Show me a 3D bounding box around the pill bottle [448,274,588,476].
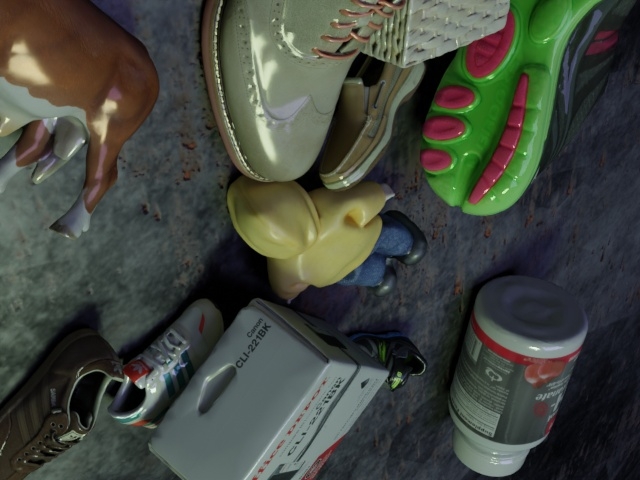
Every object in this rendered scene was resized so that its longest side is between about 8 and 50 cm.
[{"bbox_3d":[0.306,0.229,1.498,0.176,0.176,0.319,-23,136,-36],"label":"pill bottle"}]

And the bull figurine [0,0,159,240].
[{"bbox_3d":[-0.221,-0.128,0.621,0.188,0.101,0.310,-64,149,-5],"label":"bull figurine"}]

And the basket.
[{"bbox_3d":[0.103,-0.248,0.906,0.167,0.103,0.113,-26,137,-32],"label":"basket"}]

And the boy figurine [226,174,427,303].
[{"bbox_3d":[0.000,0.000,1.016,0.177,0.092,0.285,-50,146,19],"label":"boy figurine"}]

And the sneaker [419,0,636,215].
[{"bbox_3d":[0.269,-0.258,1.067,0.483,0.185,0.202,-61,163,17],"label":"sneaker"}]

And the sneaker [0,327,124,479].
[{"bbox_3d":[-0.260,0.176,0.885,0.188,0.071,0.066,-56,145,4],"label":"sneaker"}]

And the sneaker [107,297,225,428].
[{"bbox_3d":[-0.164,0.130,0.969,0.161,0.057,0.075,-55,151,8],"label":"sneaker"}]

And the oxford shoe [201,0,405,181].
[{"bbox_3d":[-0.002,-0.205,0.783,0.140,0.146,0.397,-23,136,-37],"label":"oxford shoe"}]

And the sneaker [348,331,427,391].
[{"bbox_3d":[0.082,0.170,1.272,0.188,0.078,0.067,-2,121,-48],"label":"sneaker"}]

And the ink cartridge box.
[{"bbox_3d":[-0.047,0.188,1.055,0.197,0.114,0.273,-54,159,2],"label":"ink cartridge box"}]

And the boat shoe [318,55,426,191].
[{"bbox_3d":[0.041,-0.140,0.953,0.072,0.068,0.190,48,57,-37],"label":"boat shoe"}]
